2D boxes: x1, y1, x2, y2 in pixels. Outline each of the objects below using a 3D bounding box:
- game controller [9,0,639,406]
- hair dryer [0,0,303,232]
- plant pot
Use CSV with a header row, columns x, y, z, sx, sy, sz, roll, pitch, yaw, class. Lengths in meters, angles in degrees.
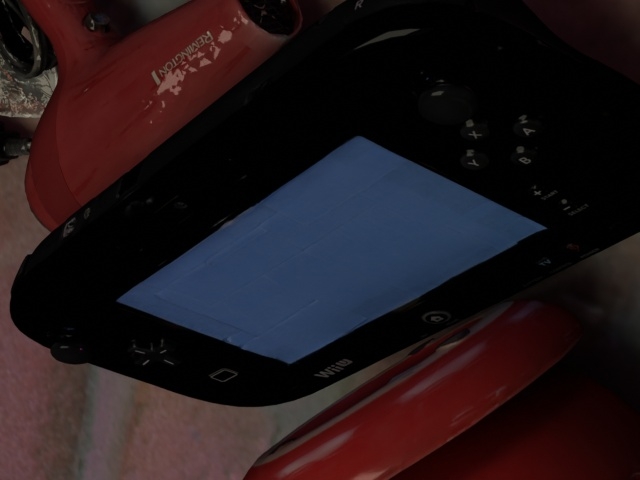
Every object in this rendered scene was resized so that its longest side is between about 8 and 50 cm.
x,y,z,sx,sy,sz,roll,pitch,yaw,class
0.000,0.000,0.593,0.166,0.067,0.319,31,141,-25,game controller
-0.132,-0.104,0.674,0.293,0.080,0.223,13,122,33,hair dryer
0.067,0.133,0.577,0.191,0.191,0.174,-38,84,46,plant pot
